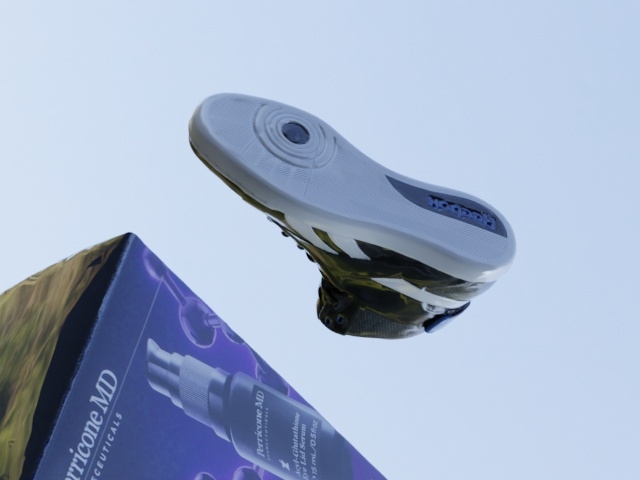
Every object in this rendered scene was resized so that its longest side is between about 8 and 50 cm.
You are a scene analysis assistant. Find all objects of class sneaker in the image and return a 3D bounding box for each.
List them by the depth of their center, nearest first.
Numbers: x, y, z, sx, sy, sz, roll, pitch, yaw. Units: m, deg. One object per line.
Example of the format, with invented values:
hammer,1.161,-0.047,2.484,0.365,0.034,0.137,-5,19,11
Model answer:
sneaker,0.000,0.000,1.215,0.121,0.217,0.079,-54,-165,44

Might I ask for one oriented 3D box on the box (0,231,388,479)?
box,-0.069,0.127,0.828,0.108,0.153,0.207,-26,-58,33
